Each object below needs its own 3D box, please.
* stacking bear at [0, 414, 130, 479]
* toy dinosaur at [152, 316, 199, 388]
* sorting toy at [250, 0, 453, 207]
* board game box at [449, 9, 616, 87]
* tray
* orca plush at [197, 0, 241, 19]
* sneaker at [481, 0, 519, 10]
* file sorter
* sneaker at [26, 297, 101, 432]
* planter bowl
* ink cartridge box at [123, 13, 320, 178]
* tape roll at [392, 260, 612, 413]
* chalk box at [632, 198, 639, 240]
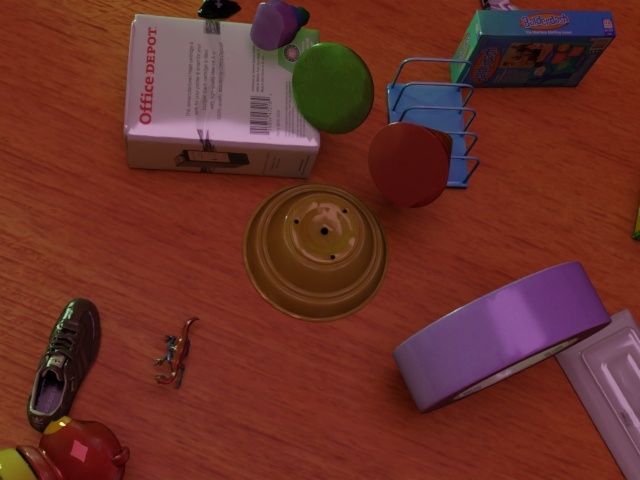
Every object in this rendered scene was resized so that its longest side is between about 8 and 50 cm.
[{"bbox_3d":[-0.374,0.317,1.204,0.289,0.175,0.164,-29,96,-26],"label":"stacking bear"},{"bbox_3d":[-0.199,0.155,1.328,0.047,0.090,0.082,17,25,-13],"label":"toy dinosaur"},{"bbox_3d":[0.062,-0.208,1.380,0.365,0.127,0.126,46,40,9],"label":"sorting toy"},{"bbox_3d":[0.320,-0.291,1.515,0.210,0.160,0.047,-2,71,-10],"label":"board game box"},{"bbox_3d":[0.462,0.240,1.419,0.145,0.030,0.270,-25,76,-15],"label":"tray"},{"bbox_3d":[-0.226,-0.475,1.528,0.151,0.102,0.287,-17,74,-14],"label":"orca plush"},{"bbox_3d":[0.272,-0.377,1.602,0.069,0.038,0.098,-39,80,-19],"label":"sneaker"},{"bbox_3d":[0.170,-0.176,1.482,0.118,0.104,0.170,1,71,-7],"label":"file sorter"},{"bbox_3d":[-0.336,0.160,1.305,0.066,0.071,0.188,13,70,-4],"label":"sneaker"},{"bbox_3d":[0.000,0.000,1.402,0.217,0.090,0.217,3,71,-7],"label":"planter bowl"},{"bbox_3d":[-0.142,-0.207,1.439,0.273,0.115,0.198,3,70,-8],"label":"ink cartridge box"},{"bbox_3d":[0.235,0.129,1.293,0.275,0.275,0.090,-21,74,-15],"label":"tape roll"},{"bbox_3d":[0.605,-0.046,1.486,0.213,0.132,0.132,18,70,-2],"label":"chalk box"}]
